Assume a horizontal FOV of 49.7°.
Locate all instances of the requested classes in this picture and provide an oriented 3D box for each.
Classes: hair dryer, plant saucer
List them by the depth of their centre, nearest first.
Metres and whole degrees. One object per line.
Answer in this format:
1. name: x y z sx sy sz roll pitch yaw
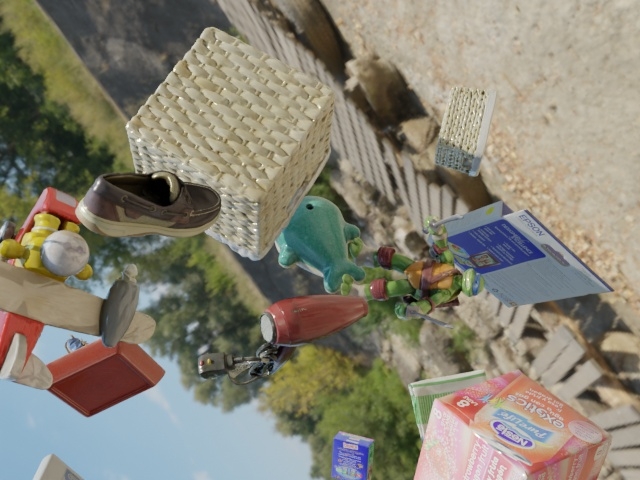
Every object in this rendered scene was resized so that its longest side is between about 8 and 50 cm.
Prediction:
1. hair dryer: -0.057 0.159 1.183 0.223 0.293 0.080 45 -158 -71
2. plant saucer: -0.560 0.357 1.770 0.259 0.258 0.048 66 179 -52

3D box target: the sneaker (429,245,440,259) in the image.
1. sneaker: 0.350 0.030 1.967 0.170 0.089 0.051 7 -110 -70

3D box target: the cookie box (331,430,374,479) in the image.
1. cookie box: 0.077 0.521 1.652 0.040 0.091 0.107 -29 -55 -64

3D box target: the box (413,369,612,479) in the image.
1. box: 0.201 0.327 0.820 0.142 0.154 0.300 36 126 46

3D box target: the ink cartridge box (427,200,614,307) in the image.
1. ink cartridge box: 0.452 0.033 1.572 0.303 0.072 0.307 38 148 -20

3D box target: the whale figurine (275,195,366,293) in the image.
1. whale figurine: 0.000 0.000 1.622 0.272 0.216 0.141 54 156 40

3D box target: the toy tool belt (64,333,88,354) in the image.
1. toy tool belt: -0.625 0.281 1.792 0.083 0.052 0.051 36 133 21

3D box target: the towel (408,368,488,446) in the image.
1. towel: 0.398 0.543 1.956 0.038 0.247 0.325 107 152 -70

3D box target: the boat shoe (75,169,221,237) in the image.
1. boat shoe: -0.260 -0.068 1.136 0.285 0.092 0.103 -6 -131 -52

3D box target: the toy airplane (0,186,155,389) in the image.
1. toy airplane: -0.536 0.085 1.309 0.385 0.272 0.386 58 -144 3

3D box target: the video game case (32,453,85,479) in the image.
1. video game case: -0.451 0.613 1.317 0.329 0.036 0.300 51 -165 -21

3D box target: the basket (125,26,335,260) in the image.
1. basket: -0.175 -0.198 1.439 0.331 0.328 0.266 30 158 6

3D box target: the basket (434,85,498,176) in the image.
1. basket: 0.318 -0.243 1.518 0.103 0.167 0.113 14 164 10

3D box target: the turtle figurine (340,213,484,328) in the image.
1. turtle figurine: 0.169 0.049 1.333 0.274 0.266 0.198 -5 -85 -64
